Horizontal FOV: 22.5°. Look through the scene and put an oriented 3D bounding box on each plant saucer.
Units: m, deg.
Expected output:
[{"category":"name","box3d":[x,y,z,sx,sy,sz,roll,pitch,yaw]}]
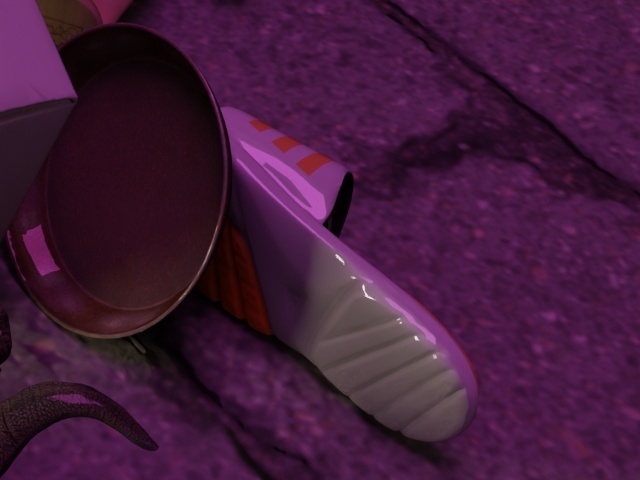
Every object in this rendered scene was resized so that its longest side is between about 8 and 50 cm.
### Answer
[{"category":"plant saucer","box3d":[-0.106,-0.031,0.864,0.168,0.168,0.029,41,22,32]}]

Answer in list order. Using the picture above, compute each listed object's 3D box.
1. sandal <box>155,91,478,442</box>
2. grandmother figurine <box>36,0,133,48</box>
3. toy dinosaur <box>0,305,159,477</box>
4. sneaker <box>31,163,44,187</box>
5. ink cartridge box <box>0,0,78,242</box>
[{"category":"sandal","box3d":[-0.002,0.008,0.879,0.265,0.102,0.076,41,46,23]},{"category":"grandmother figurine","box3d":[-0.141,-0.239,1.143,0.208,0.104,0.342,21,42,0]},{"category":"toy dinosaur","box3d":[-0.235,0.092,0.735,0.313,0.121,0.160,17,52,2]},{"category":"sneaker","box3d":[-0.217,-0.082,0.976,0.089,0.051,0.170,-3,36,-15]},{"category":"ink cartridge box","box3d":[-0.246,-0.130,0.834,0.114,0.197,0.273,-17,75,-29]}]
